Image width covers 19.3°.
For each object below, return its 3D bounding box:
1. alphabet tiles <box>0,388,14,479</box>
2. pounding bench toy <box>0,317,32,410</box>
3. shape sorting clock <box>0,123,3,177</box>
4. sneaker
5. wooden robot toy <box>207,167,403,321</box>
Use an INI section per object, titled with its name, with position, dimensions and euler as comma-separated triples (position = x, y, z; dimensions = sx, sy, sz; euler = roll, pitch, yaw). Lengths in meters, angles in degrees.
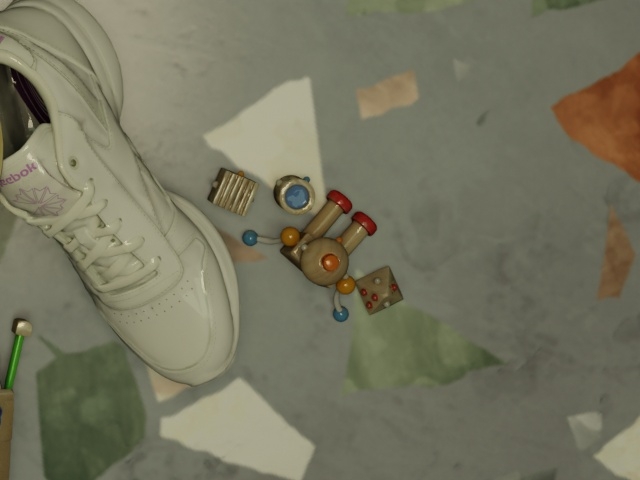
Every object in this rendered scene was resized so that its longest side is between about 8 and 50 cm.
[alphabet tiles]
position = -0.321, 0.181, 1.343
dimensions = 0.198, 0.009, 0.237
euler = -1, 114, -18
[pounding bench toy]
position = -0.245, 0.097, 1.374
dimensions = 0.083, 0.052, 0.065
euler = -14, 99, -9
[shape sorting clock]
position = -0.310, -0.057, 1.221
dimensions = 0.206, 0.040, 0.206
euler = 2, 76, -9
[sneaker]
position = -0.169, -0.021, 1.319
dimensions = 0.114, 0.152, 0.305
euler = -27, 96, 27
[wooden robot toy]
position = 0.000, 0.000, 1.393
dimensions = 0.173, 0.079, 0.076
euler = 40, 89, -12
